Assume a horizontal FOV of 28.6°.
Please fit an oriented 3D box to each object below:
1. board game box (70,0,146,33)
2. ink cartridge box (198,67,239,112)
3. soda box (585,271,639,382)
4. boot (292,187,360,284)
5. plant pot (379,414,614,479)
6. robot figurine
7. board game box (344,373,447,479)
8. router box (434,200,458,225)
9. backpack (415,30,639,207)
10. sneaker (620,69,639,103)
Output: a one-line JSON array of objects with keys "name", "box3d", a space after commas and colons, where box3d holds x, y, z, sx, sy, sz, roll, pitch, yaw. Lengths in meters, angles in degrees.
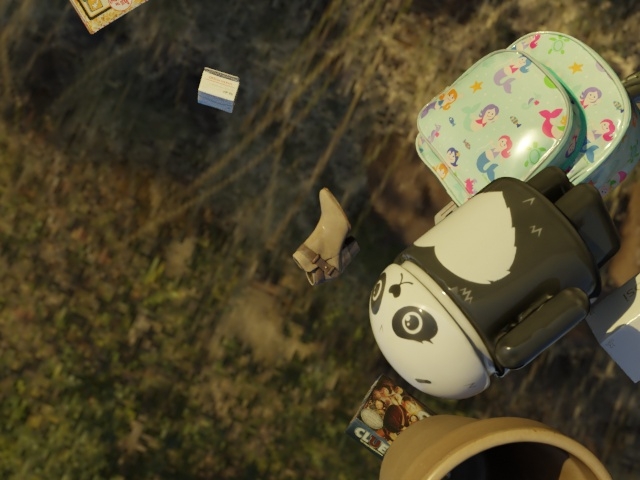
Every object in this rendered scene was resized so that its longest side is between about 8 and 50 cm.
[{"name": "board game box", "box3d": [-0.391, -0.482, 2.206, 0.193, 0.147, 0.045, 60, 170, -14]}, {"name": "ink cartridge box", "box3d": [-0.131, -0.192, 1.610, 0.048, 0.028, 0.083, 16, 170, -3]}, {"name": "soda box", "box3d": [0.399, 0.054, 1.364, 0.074, 0.216, 0.069, 45, -166, -23]}, {"name": "boot", "box3d": [0.000, 0.000, 1.688, 0.118, 0.087, 0.042, 61, 167, -20]}, {"name": "plant pot", "box3d": [0.172, 0.297, 1.403, 0.263, 0.263, 0.229, 28, -177, -18]}, {"name": "robot figurine", "box3d": [0.181, 0.042, 1.331, 0.173, 0.278, 0.209, 51, 172, 5]}, {"name": "board game box", "box3d": [0.172, 0.354, 2.192, 0.243, 0.042, 0.165, 37, -151, 1]}, {"name": "router box", "box3d": [0.330, -0.091, 1.971, 0.082, 0.335, 0.301, 49, -170, -5]}, {"name": "backpack", "box3d": [0.261, -0.130, 1.551, 0.225, 0.253, 0.191, 57, -170, 31]}, {"name": "sneaker", "box3d": [0.568, -0.234, 1.916, 0.267, 0.101, 0.106, -13, 103, 47]}]
